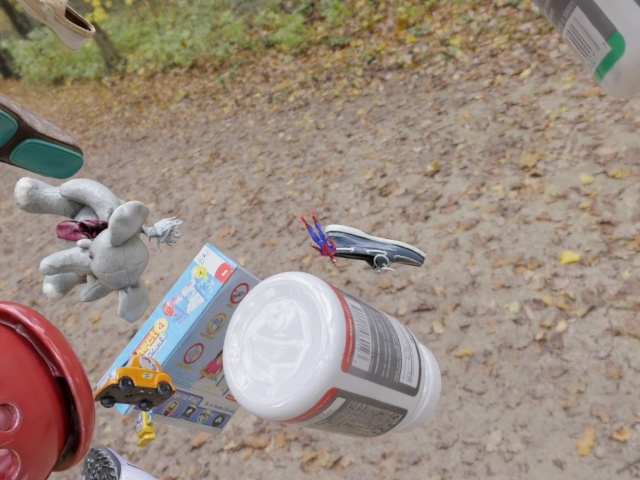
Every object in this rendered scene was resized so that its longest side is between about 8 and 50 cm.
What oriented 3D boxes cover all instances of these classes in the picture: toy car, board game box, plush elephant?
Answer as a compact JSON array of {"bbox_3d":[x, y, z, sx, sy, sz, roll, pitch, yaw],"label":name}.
[{"bbox_3d":[-0.158,0.130,0.499,0.060,0.122,0.041,5,51,-25],"label":"toy car"},{"bbox_3d":[-0.199,0.197,1.130,0.086,0.308,0.302,33,83,31],"label":"board game box"},{"bbox_3d":[-0.440,0.021,1.211,0.329,0.272,0.255,-4,18,-12],"label":"plush elephant"}]

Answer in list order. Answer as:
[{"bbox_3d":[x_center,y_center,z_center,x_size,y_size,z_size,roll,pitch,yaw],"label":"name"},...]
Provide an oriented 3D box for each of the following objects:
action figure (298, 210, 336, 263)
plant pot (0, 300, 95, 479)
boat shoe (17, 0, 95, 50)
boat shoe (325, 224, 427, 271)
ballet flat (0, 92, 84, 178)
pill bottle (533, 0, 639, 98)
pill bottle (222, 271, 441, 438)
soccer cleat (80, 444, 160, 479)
[{"bbox_3d":[0.000,0.000,1.127,0.038,0.115,0.030,-25,32,14],"label":"action figure"},{"bbox_3d":[-0.298,0.150,0.500,0.191,0.191,0.174,-4,15,34],"label":"plant pot"},{"bbox_3d":[-0.440,-0.386,1.000,0.059,0.170,0.063,-27,65,9],"label":"boat shoe"},{"bbox_3d":[0.126,0.031,1.430,0.095,0.254,0.079,145,139,-68],"label":"boat shoe"},{"bbox_3d":[-0.478,-0.170,0.893,0.107,0.106,0.316,-38,-15,2],"label":"ballet flat"},{"bbox_3d":[0.252,-0.331,0.559,0.204,0.361,0.204,-31,-11,-7],"label":"pill bottle"},{"bbox_3d":[0.038,0.199,0.962,0.210,0.363,0.210,-17,60,31],"label":"pill bottle"},{"bbox_3d":[-0.342,0.496,1.165,0.318,0.116,0.109,20,91,37],"label":"soccer cleat"}]
